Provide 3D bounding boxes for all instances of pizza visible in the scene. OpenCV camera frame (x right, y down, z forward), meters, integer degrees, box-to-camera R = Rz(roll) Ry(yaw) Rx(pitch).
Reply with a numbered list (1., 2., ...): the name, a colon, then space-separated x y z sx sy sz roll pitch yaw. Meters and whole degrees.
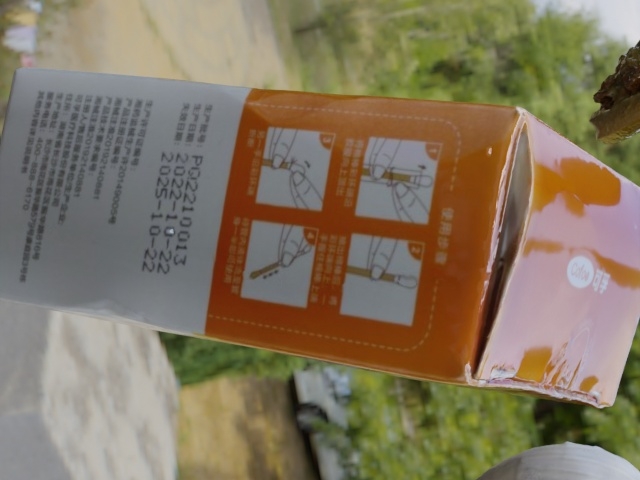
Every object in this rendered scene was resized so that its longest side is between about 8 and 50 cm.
1. pizza: 0.269 -0.147 1.055 0.046 0.175 0.134 38 27 -13

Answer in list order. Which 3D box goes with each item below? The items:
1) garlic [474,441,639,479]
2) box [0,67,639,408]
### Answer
1. garlic: 0.182 0.322 1.246 0.281 0.203 0.185 114 -6 -47
2. box: 0.000 0.000 0.815 0.225 0.341 0.143 18 80 -59
